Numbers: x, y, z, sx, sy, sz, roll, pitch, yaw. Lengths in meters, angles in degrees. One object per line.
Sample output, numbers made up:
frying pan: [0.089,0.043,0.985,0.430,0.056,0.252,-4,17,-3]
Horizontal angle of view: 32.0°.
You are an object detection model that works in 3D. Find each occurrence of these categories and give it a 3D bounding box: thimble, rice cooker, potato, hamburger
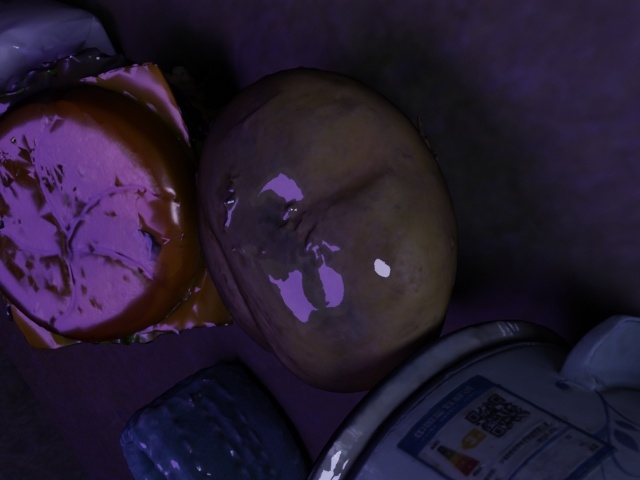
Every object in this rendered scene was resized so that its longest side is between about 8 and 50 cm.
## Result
thimble: [-0.118,0.241,1.218,0.198,0.143,0.235,34,146,40]
rice cooker: [0.122,0.188,0.556,0.316,0.264,0.317,-9,77,46]
potato: [0.000,0.000,0.685,0.192,0.141,0.296,63,165,4]
hamburger: [-0.167,-0.028,0.878,0.261,0.138,0.243,-7,102,19]

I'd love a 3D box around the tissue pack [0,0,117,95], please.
tissue pack: [-0.362,-0.120,1.066,0.356,0.266,0.194,27,143,49]
